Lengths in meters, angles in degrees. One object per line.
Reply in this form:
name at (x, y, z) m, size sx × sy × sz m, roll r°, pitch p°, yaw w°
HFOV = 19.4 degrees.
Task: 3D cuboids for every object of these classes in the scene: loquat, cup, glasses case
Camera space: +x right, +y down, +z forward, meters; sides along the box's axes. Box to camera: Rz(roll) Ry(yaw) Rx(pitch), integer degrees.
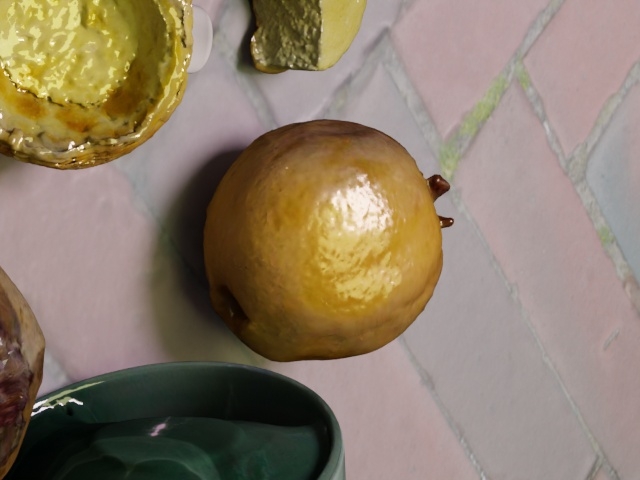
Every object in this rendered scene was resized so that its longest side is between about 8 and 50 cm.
loquat at (0.000, 0.000, 1.698) m, size 0.238 × 0.193 × 0.238 m, roll -1°, pitch 92°, yaw -25°
cup at (-0.090, 0.306, 1.575) m, size 0.401 × 0.310 × 0.392 m, roll -30°, pitch 123°, yaw -39°
glasses case at (-0.157, -0.177, 1.600) m, size 0.164 × 0.041 × 0.063 m, roll -1°, pitch 99°, yaw -48°

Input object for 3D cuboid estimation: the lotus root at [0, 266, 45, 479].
lotus root at (-0.317, 0.083, 1.348) m, size 0.272 × 0.192 × 0.272 m, roll -25°, pitch 122°, yaw -48°

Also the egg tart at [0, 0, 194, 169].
egg tart at (-0.203, -0.160, 1.488) m, size 0.213 × 0.090 × 0.212 m, roll -5°, pitch 104°, yaw -20°

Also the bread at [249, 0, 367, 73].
bread at (-0.011, -0.234, 1.723) m, size 0.125 × 0.086 × 0.156 m, roll -29°, pitch 120°, yaw -49°
